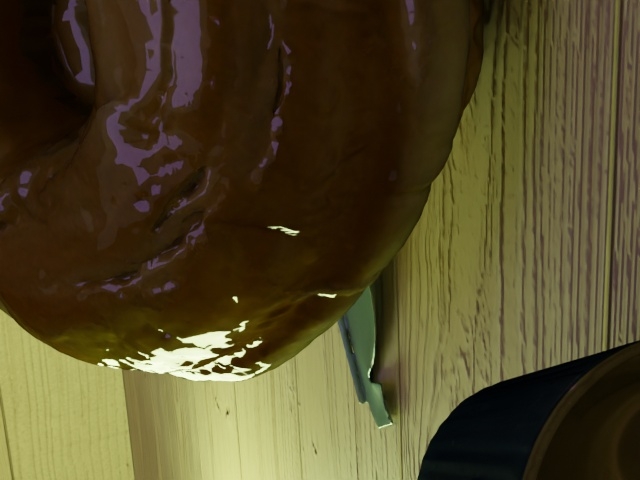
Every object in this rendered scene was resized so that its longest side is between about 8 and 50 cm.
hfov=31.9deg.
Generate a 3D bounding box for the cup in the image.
[{"bbox_3d":[0.119,0.120,0.416,0.176,0.131,0.155,55,166,-1],"label":"cup"}]

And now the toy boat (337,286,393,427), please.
[{"bbox_3d":[0.000,0.000,0.809,0.220,0.067,0.291,173,85,-72],"label":"toy boat"}]

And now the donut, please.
[{"bbox_3d":[-0.105,-0.128,0.641,0.449,0.198,0.448,17,115,40],"label":"donut"}]
